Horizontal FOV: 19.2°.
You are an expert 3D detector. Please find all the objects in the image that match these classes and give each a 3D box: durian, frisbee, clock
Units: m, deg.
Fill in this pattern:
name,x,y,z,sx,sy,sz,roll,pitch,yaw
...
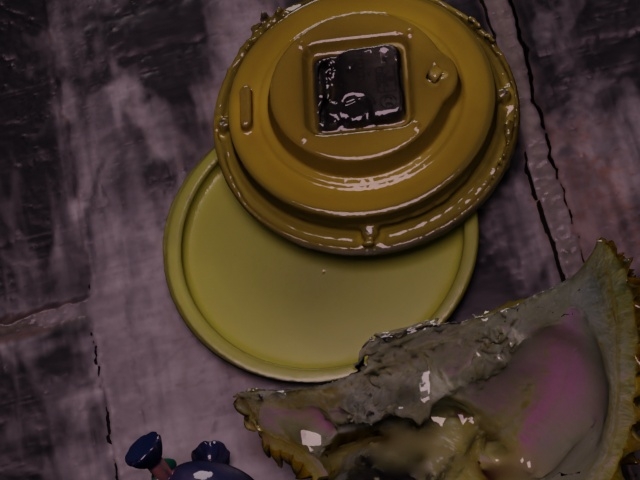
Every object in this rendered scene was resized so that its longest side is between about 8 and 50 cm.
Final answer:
name,x,y,z,sx,sy,sz,roll,pitch,yaw
durian,0.091,0.118,1.238,0.306,0.166,0.172,-14,53,26
frisbee,0.000,0.000,1.397,0.236,0.017,0.236,-3,62,6
clock,0.031,-0.101,1.403,0.237,0.057,0.237,-4,62,7

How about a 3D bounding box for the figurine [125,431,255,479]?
name,x,y,z,sx,sy,sz,roll,pitch,yaw
figurine,-0.050,0.211,1.259,0.195,0.111,0.102,30,89,18
